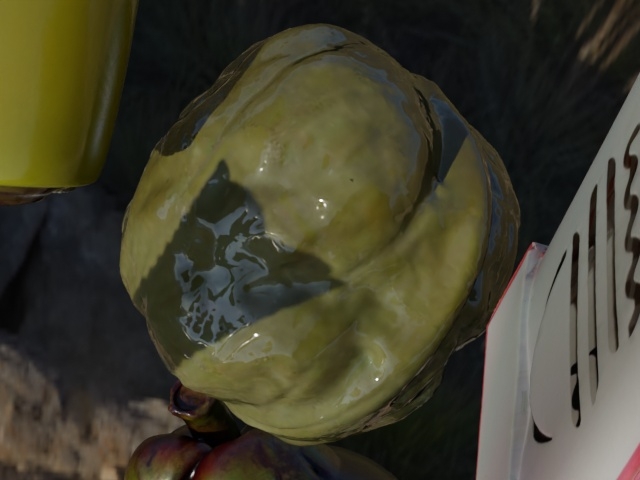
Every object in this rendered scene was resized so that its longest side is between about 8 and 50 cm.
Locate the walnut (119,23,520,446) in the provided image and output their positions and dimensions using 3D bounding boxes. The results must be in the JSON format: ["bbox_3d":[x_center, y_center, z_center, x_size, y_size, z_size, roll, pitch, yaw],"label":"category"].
[{"bbox_3d":[-0.002,-0.001,1.229,0.282,0.253,0.277,33,96,-23],"label":"walnut"}]

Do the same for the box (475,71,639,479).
[{"bbox_3d":[0.273,0.092,0.917,0.312,0.300,0.314,18,40,-6],"label":"box"}]

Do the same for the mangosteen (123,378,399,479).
[{"bbox_3d":[-0.072,0.366,1.997,0.382,0.382,0.435,-40,89,-27],"label":"mangosteen"}]

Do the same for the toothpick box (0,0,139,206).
[{"bbox_3d":[-0.193,-0.160,1.049,0.175,0.175,0.271,5,98,-7],"label":"toothpick box"}]
